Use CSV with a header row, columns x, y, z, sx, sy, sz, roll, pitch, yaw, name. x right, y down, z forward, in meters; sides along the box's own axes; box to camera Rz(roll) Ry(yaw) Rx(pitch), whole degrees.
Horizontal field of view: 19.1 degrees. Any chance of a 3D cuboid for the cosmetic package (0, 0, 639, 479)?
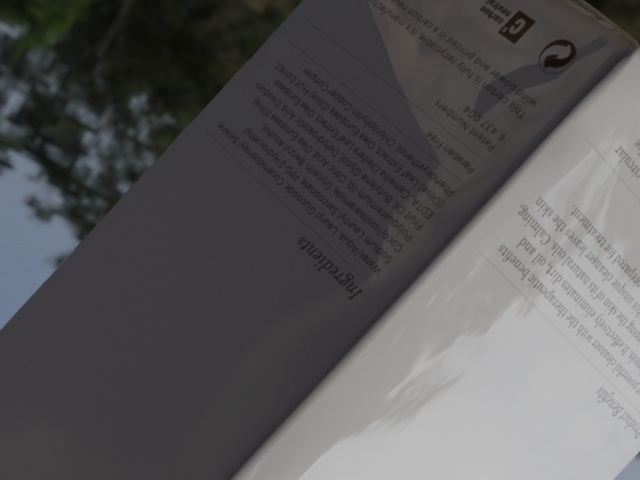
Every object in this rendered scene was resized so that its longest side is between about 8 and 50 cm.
x,y,z,sx,sy,sz,roll,pitch,yaw,name
-0.003,0.069,0.777,0.155,0.365,0.197,45,180,42,cosmetic package
